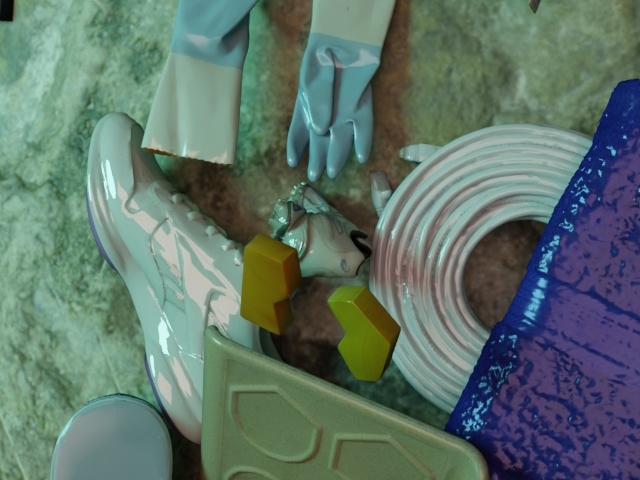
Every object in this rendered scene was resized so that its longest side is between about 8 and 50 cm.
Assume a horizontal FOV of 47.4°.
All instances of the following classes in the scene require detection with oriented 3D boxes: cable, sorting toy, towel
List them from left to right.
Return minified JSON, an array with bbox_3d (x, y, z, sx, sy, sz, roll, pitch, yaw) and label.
[{"bbox_3d":[0.009,0.143,0.537,0.229,0.041,0.307,23,129,19],"label":"sorting toy"},{"bbox_3d":[0.168,0.029,0.600,0.257,0.089,0.257,-6,85,12],"label":"cable"},{"bbox_3d":[0.243,0.066,0.490,0.228,0.076,0.308,26,95,21],"label":"towel"}]

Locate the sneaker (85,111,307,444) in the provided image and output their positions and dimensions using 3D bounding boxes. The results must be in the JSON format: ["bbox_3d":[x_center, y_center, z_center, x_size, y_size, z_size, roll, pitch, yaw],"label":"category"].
[{"bbox_3d":[-0.109,0.020,0.664,0.152,0.114,0.305,-22,91,4],"label":"sneaker"}]

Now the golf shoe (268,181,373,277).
[{"bbox_3d":[0.000,0.000,0.604,0.086,0.176,0.069,21,104,-1],"label":"golf shoe"}]

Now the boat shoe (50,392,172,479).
[{"bbox_3d":[-0.198,0.317,0.641,0.136,0.156,0.367,3,82,-12],"label":"boat shoe"}]

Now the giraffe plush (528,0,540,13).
[{"bbox_3d":[0.129,-0.295,0.595,0.170,0.181,0.210,20,74,25],"label":"giraffe plush"}]

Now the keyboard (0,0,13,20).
[{"bbox_3d":[-0.350,-0.328,0.765,0.100,0.038,0.192,1,88,13],"label":"keyboard"}]

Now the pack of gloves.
[{"bbox_3d":[-0.038,-0.165,0.667,0.195,0.046,0.232,12,77,-3],"label":"pack of gloves"}]
